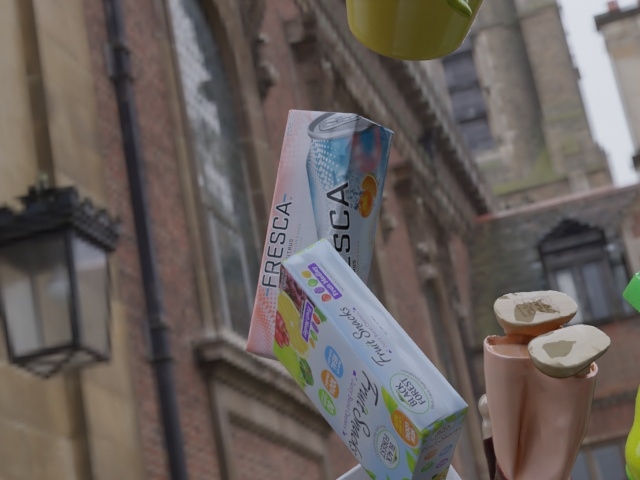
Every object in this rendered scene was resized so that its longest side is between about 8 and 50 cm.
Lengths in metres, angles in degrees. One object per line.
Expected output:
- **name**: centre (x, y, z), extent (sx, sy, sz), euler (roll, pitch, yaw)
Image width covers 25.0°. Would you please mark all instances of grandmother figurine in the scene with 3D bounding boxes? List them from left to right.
- **grandmother figurine**: centre (0.194, 0.216, 1.341), extent (0.104, 0.208, 0.342), euler (-5, -61, -9)

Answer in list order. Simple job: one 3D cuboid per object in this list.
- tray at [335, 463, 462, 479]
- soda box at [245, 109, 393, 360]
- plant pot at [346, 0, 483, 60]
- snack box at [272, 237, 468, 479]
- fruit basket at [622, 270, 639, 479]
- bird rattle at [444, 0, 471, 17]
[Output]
- **tray**: centre (0.082, 0.269, 0.975), extent (0.145, 0.270, 0.030), euler (-33, -32, -5)
- **soda box**: centre (0.000, 0.000, 1.051), extent (0.063, 0.183, 0.058), euler (7, -5, 32)
- **plant pot**: centre (0.129, -0.374, 1.873), extent (0.254, 0.254, 0.239), euler (-5, -47, -15)
- **snack box**: centre (0.025, 0.082, 0.865), extent (0.037, 0.141, 0.100), euler (-28, -30, -23)
- **fruit basket**: centre (0.514, 0.151, 1.691), extent (0.283, 0.392, 0.392), euler (3, -23, -18)
- **bird rattle**: centre (0.029, -0.284, 1.363), extent (0.253, 0.143, 0.207), euler (4, -8, -40)
